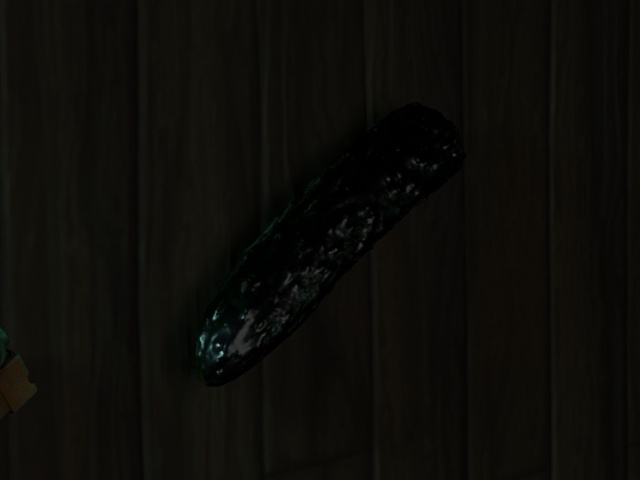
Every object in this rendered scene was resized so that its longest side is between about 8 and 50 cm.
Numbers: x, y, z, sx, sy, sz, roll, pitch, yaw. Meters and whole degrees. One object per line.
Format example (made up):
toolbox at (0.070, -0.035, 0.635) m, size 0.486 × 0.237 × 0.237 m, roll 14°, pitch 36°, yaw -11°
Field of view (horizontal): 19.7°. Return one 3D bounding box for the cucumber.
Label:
cucumber at (0.000, 0.000, 1.415) m, size 0.303 × 0.072 × 0.081 m, roll -43°, pitch 123°, yaw -34°

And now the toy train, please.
toy train at (-0.237, 0.104, 1.206) m, size 0.103 × 0.044 × 0.064 m, roll -46°, pitch 135°, yaw -33°
